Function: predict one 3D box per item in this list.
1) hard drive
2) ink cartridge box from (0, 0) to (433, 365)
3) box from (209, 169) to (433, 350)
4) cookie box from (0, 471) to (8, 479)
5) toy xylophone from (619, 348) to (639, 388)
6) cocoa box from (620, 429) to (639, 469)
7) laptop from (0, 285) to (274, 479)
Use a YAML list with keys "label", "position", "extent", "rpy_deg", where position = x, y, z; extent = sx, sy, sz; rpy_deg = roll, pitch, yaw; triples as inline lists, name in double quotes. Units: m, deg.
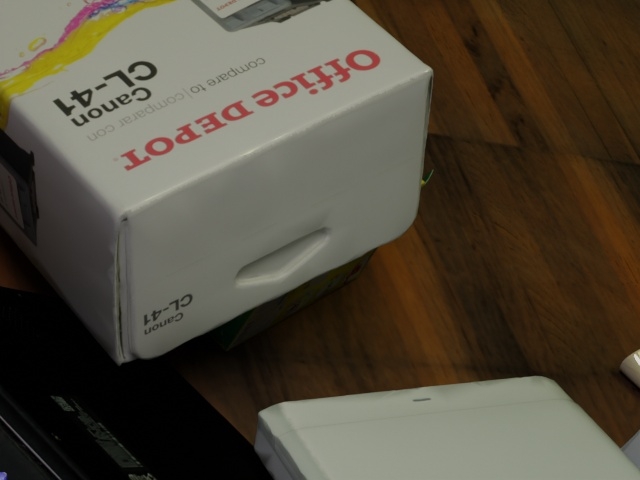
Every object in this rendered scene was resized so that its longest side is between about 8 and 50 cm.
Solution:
- label: "hard drive"
  position: [0.113, 0.176, 0.917]
  extent: [0.203, 0.040, 0.307]
  rpy_deg: [-4, 28, -24]
- label: "ink cartridge box"
  position: [-0.110, -0.100, 1.047]
  extent: [0.226, 0.131, 0.306]
  rpy_deg: [-27, 51, -27]
- label: "box"
  position: [0.000, 0.000, 1.154]
  extent: [0.043, 0.105, 0.179]
  rpy_deg: [47, 38, 15]
- label: "cookie box"
  position: [-0.185, 0.152, 0.731]
  extent: [0.092, 0.040, 0.107]
  rpy_deg: [4, 58, -1]
- label: "toy xylophone"
  position: [0.374, 0.130, 1.309]
  extent: [0.236, 0.081, 0.323]
  rpy_deg: [-15, 58, -45]
- label: "cocoa box"
  position: [0.315, 0.269, 0.983]
  extent: [0.228, 0.231, 0.347]
  rpy_deg: [8, 44, -29]
- label: "laptop"
  position: [-0.140, 0.223, 0.845]
  extent: [0.382, 0.236, 0.408]
  rpy_deg: [43, 8, 19]
